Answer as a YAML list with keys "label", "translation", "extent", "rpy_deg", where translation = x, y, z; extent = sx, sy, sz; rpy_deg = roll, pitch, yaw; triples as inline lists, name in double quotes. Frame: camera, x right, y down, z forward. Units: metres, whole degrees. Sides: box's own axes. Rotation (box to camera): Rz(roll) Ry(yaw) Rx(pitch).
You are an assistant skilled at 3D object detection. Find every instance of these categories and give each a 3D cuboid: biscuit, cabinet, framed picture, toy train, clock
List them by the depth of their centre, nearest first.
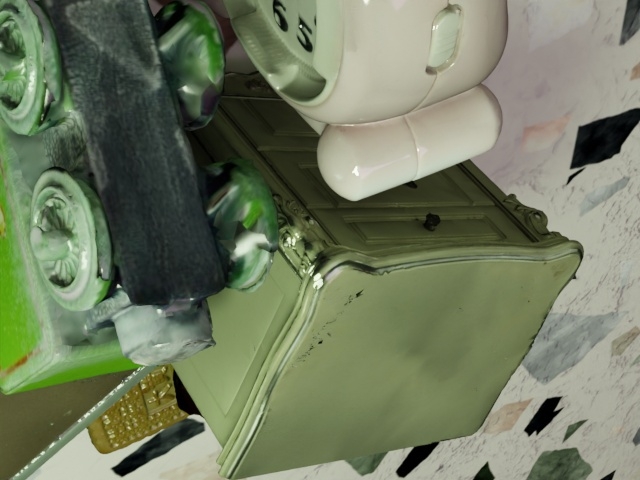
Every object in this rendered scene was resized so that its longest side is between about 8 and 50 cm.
- label: "clock"
  translation: [0.016, -0.237, 0.827]
  extent: [0.184, 0.342, 0.326]
  rpy_deg: [-29, 147, -16]
- label: "toy train"
  translation: [-0.170, -0.044, 0.888]
  extent: [0.173, 0.307, 0.249]
  rpy_deg: [-9, 167, -36]
- label: "cabinet"
  translation: [0.000, 0.000, 1.052]
  extent: [0.290, 0.318, 0.227]
  rpy_deg: [-2, 130, -38]
- label: "framed picture"
  translation: [-0.297, 0.151, 1.138]
  extent: [0.293, 0.018, 0.231]
  rpy_deg: [-40, 146, 2]
- label: "biscuit"
  translation: [-0.182, 0.119, 1.248]
  extent: [0.172, 0.029, 0.254]
  rpy_deg: [-25, 139, -18]

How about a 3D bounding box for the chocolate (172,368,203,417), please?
- label: "chocolate"
  translation: [-0.025, 0.146, 1.247]
  extent: [0.206, 0.177, 0.224]
  rpy_deg: [-53, 149, 3]
